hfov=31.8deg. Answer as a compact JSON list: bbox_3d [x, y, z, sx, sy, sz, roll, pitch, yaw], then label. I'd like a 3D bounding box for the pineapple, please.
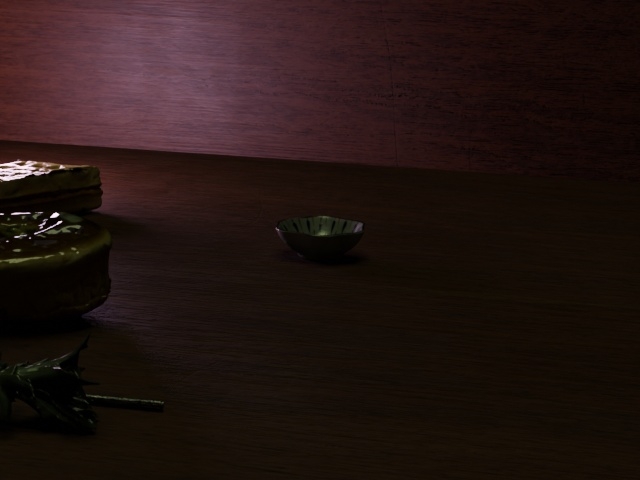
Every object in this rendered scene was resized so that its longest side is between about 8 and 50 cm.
[{"bbox_3d":[-0.392,0.161,1.289,0.277,0.119,0.130,2,-7,-12],"label":"pineapple"}]

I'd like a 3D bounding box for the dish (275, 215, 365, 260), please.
[{"bbox_3d":[0.000,0.000,2.247,0.190,0.066,0.191,1,13,0],"label":"dish"}]

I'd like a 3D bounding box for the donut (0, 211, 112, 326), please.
[{"bbox_3d":[-0.485,0.045,1.755,0.330,0.160,0.330,2,20,-1],"label":"donut"}]

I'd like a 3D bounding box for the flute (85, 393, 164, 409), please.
[{"bbox_3d":[-0.322,0.192,1.391,0.269,0.014,0.014,4,12,9],"label":"flute"}]

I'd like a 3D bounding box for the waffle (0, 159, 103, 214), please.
[{"bbox_3d":[-0.710,-0.112,2.531,0.261,0.114,0.376,10,14,32],"label":"waffle"}]
